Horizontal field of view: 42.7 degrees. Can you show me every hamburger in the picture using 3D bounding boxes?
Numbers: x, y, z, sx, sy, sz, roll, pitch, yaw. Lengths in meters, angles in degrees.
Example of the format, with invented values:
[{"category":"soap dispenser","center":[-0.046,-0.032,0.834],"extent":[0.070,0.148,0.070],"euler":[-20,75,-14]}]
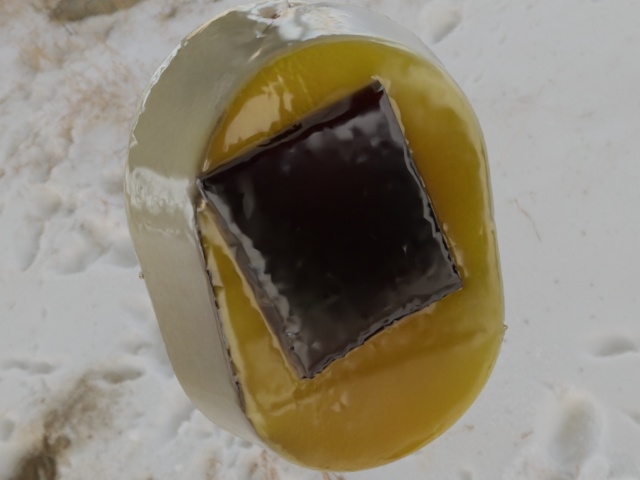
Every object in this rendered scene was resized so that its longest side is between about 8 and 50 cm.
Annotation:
[{"category":"hamburger","center":[0.000,0.000,0.517],"extent":[0.227,0.295,0.151],"euler":[-17,25,-19]}]
